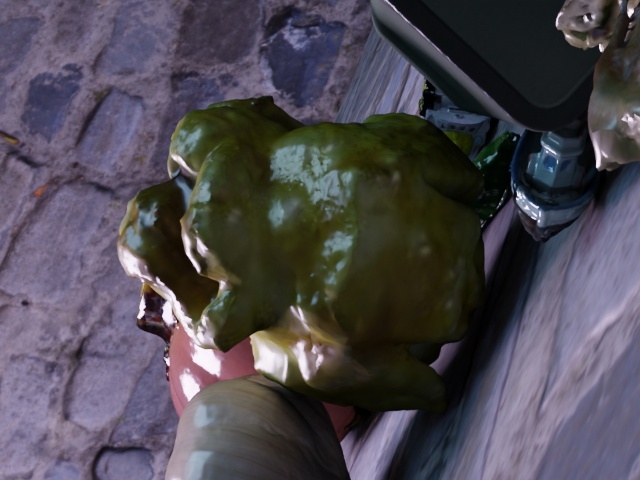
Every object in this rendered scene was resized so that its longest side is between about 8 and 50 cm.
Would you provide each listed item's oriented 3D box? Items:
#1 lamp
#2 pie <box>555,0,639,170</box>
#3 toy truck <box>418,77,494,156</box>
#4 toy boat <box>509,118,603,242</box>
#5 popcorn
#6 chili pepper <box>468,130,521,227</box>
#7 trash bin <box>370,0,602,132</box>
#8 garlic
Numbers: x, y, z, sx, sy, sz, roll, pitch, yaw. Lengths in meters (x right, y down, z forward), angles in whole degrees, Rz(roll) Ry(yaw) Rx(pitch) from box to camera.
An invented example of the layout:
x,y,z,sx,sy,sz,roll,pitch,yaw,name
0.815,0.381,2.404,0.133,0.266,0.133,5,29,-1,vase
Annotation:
x,y,z,sx,sy,sz,roll,pitch,yaw,name
-0.050,0.066,1.587,0.305,0.240,0.305,19,-90,-87,lamp
0.224,-0.179,0.790,0.337,0.075,0.337,-53,15,21,pie
0.130,-0.113,1.604,0.111,0.076,0.077,-78,-4,-58,toy truck
0.155,-0.053,1.078,0.140,0.059,0.066,-64,-14,-54,toy boat
-0.004,0.002,1.253,0.276,0.276,0.225,120,159,-48,popcorn
0.117,-0.026,1.405,0.227,0.059,0.088,-57,8,51,chili pepper
0.143,-0.200,1.121,0.223,0.158,0.343,-47,5,2,trash bin
-0.048,0.217,1.314,0.228,0.152,0.227,11,-90,-73,garlic
